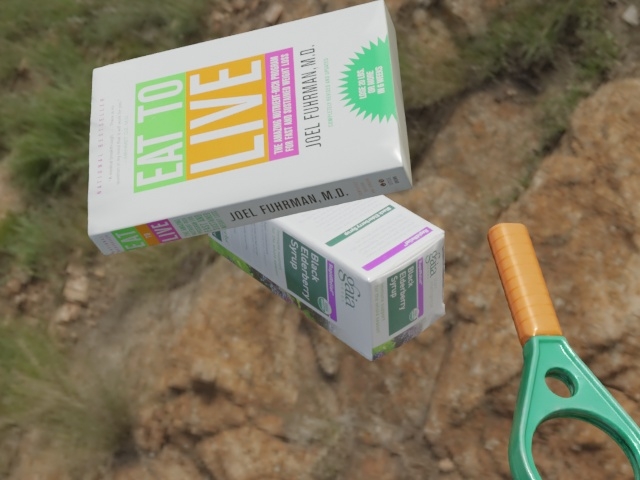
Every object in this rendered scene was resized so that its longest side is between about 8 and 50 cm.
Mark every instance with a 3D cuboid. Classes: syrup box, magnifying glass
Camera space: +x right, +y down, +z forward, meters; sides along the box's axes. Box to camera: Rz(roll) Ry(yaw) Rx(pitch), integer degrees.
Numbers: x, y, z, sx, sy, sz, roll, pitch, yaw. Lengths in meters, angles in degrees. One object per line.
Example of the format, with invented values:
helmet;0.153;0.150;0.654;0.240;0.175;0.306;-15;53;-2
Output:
syrup box;0.000;0.000;1.133;0.237;0.096;0.093;34;142;39
magnifying glass;0.149;0.085;0.793;0.026;0.092;0.231;112;152;-47

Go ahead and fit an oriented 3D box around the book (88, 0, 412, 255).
book;-0.033;-0.049;0.569;0.144;0.035;0.096;-13;54;12
